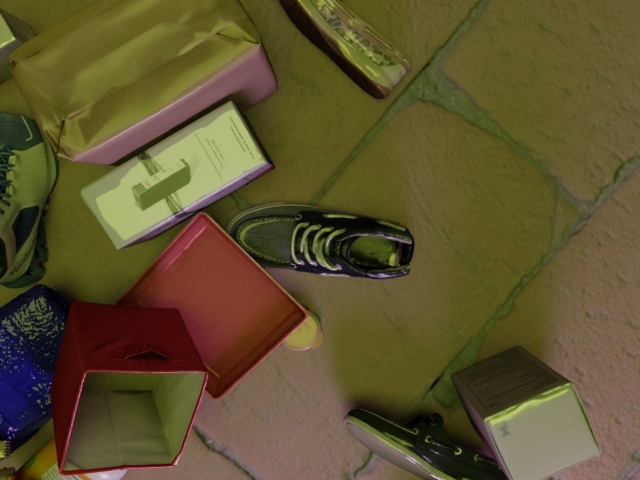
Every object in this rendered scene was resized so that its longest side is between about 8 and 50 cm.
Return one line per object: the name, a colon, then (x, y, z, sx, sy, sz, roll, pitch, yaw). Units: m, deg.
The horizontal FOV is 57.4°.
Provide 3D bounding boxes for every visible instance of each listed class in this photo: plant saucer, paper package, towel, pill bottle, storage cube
plant saucer: (-0.191, 0.117, 1.041, 0.259, 0.047, 0.258, 44, 108, -4)
paper package: (-0.238, -0.252, 0.895, 0.310, 0.325, 0.168, -29, 94, 2)
towel: (-0.531, 0.243, 1.009, 0.308, 0.076, 0.227, -37, 118, -5)
pill bottle: (-0.431, 0.401, 1.040, 0.246, 0.136, 0.136, -43, 94, 3)
storage cube: (-0.312, 0.226, 0.934, 0.184, 0.193, 0.214, 9, 110, -32)

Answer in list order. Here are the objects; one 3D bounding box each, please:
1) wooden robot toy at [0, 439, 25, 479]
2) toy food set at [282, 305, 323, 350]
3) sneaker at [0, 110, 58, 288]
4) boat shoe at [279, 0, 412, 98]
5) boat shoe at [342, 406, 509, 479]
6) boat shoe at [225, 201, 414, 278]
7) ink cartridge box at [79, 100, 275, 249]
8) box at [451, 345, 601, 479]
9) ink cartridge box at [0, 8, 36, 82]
wooden robot toy: (-0.505, 0.414, 0.961, 0.079, 0.076, 0.173, -7, 53, -14)
toy food set: (-0.039, 0.164, 1.084, 0.083, 0.020, 0.082, -11, 94, 1)
sneaker: (-0.540, -0.062, 0.979, 0.128, 0.182, 0.315, 2, 95, -2)
boat shoe: (0.033, -0.371, 1.008, 0.285, 0.104, 0.089, 43, 88, -14)
boat shoe: (0.206, 0.374, 1.062, 0.340, 0.127, 0.113, 28, 64, 5)
boat shoe: (0.000, 0.000, 1.001, 0.341, 0.158, 0.127, 1, 95, -1)
ink cartridge box: (-0.224, -0.104, 0.971, 0.273, 0.197, 0.114, -29, 95, 2)
box: (0.336, 0.288, 0.991, 0.149, 0.232, 0.126, -24, 94, 2)
ink cartridge box: (-0.588, -0.304, 0.992, 0.198, 0.115, 0.067, -30, 95, 3)
